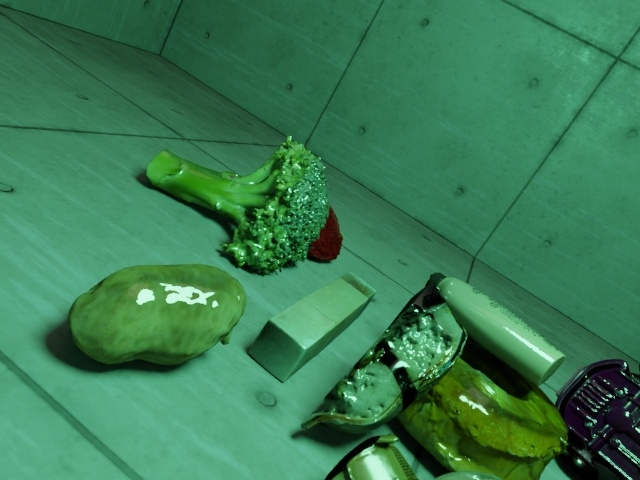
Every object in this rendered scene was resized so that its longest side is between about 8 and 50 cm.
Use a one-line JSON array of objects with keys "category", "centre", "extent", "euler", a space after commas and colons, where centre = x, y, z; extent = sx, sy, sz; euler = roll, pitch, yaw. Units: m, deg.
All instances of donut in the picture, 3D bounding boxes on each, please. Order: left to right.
[{"category": "donut", "centre": [0.248, 0.259, 0.818], "extent": [0.330, 0.159, 0.330], "euler": [22, 23, -10]}]

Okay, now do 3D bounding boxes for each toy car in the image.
[{"category": "toy car", "centre": [0.642, 0.403, 0.945], "extent": [0.340, 0.271, 0.240], "euler": [45, 5, 39]}]

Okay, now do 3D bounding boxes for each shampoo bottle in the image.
[{"category": "shampoo bottle", "centre": [0.289, 0.141, 0.848], "extent": [0.127, 0.078, 0.257], "euler": [15, 22, -51]}]

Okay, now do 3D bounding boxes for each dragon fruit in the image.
[{"category": "dragon fruit", "centre": [0.000, 0.000, 1.255], "extent": [0.106, 0.083, 0.162], "euler": [42, 46, -31]}]

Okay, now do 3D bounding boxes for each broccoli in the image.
[{"category": "broccoli", "centre": [-0.160, -0.125, 1.137], "extent": [0.397, 0.274, 0.353], "euler": [24, 14, 26]}]

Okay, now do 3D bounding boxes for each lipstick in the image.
[{"category": "lipstick", "centre": [0.005, 0.139, 0.886], "extent": [0.080, 0.076, 0.371], "euler": [37, 19, 14]}]

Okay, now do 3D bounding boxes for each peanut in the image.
[{"category": "peanut", "centre": [-0.201, 0.094, 0.619], "extent": [0.224, 0.129, 0.129], "euler": [2, 32, -39]}]

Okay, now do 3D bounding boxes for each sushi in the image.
[{"category": "sushi", "centre": [0.100, 0.195, 0.680], "extent": [0.109, 0.134, 0.273], "euler": [41, 53, 14]}]

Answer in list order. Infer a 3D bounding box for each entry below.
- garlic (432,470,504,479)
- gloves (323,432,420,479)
[{"category": "garlic", "centre": [0.214, 0.357, 0.631], "extent": [0.196, 0.087, 0.101], "euler": [33, 31, -2]}, {"category": "gloves", "centre": [0.143, 0.340, 0.476], "extent": [0.331, 0.141, 0.154], "euler": [32, -10, 36]}]
